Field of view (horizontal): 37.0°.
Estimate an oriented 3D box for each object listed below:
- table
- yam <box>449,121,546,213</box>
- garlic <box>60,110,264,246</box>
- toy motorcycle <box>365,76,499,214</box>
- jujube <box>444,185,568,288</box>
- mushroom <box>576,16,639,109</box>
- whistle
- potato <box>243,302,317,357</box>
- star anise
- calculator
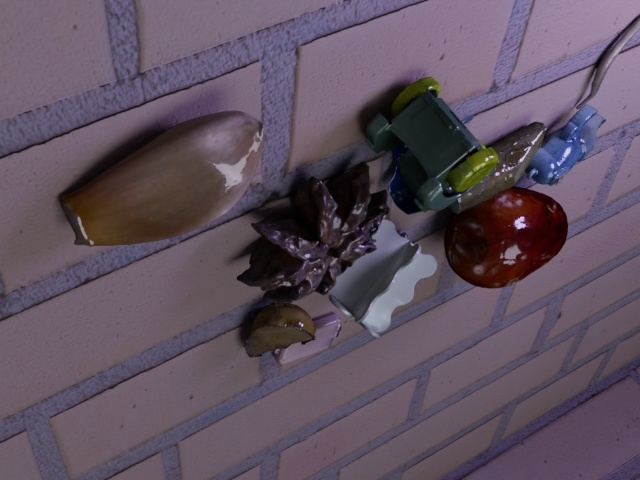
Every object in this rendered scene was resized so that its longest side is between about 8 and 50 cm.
[{"bbox_3d":[0.124,0.072,1.930,0.198,0.166,0.166,-50,149,4],"label":"table"},{"bbox_3d":[0.355,-0.147,1.932,0.259,0.106,0.106,-27,148,-17],"label":"yam"},{"bbox_3d":[-0.220,-0.082,1.381,0.318,0.112,0.143,-29,127,-4],"label":"garlic"},{"bbox_3d":[0.201,-0.137,1.716,0.200,0.191,0.326,-39,164,7],"label":"toy motorcycle"},{"bbox_3d":[0.407,-0.013,2.068,0.318,0.223,0.223,-11,140,-45],"label":"jujube"},{"bbox_3d":[0.619,-0.391,1.955,0.068,0.043,0.306,26,116,-32],"label":"mushroom"},{"bbox_3d":[0.523,-0.199,2.051,0.269,0.093,0.180,-38,160,-34],"label":"whistle"},{"bbox_3d":[-0.096,0.162,1.896,0.172,0.089,0.101,-21,140,36],"label":"potato"},{"bbox_3d":[-0.001,-0.001,1.723,0.332,0.117,0.331,-32,148,-22],"label":"star anise"},{"bbox_3d":[-0.029,0.214,2.062,0.175,0.032,0.100,-15,142,-34],"label":"calculator"}]
